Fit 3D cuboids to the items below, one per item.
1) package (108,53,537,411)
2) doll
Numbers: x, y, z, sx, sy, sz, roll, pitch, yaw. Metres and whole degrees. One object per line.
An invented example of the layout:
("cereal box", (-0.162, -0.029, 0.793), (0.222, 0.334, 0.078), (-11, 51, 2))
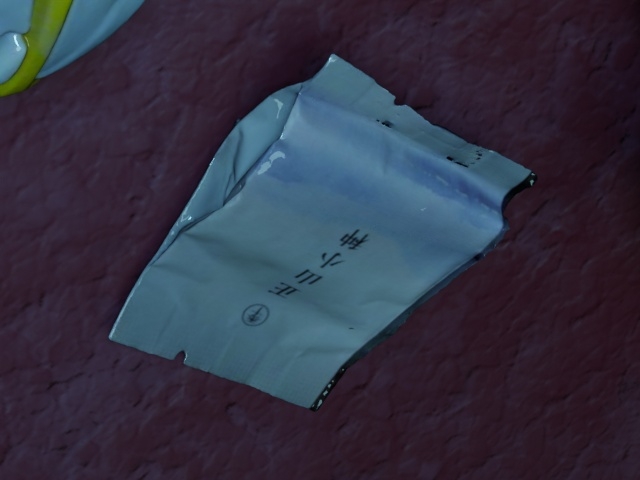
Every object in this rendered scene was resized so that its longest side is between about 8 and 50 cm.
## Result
("package", (0.000, 0.000, 1.361), (0.204, 0.062, 0.251), (26, 117, -36))
("doll", (-0.202, -0.127, 1.128), (0.316, 0.103, 0.145), (-28, 157, -1))
